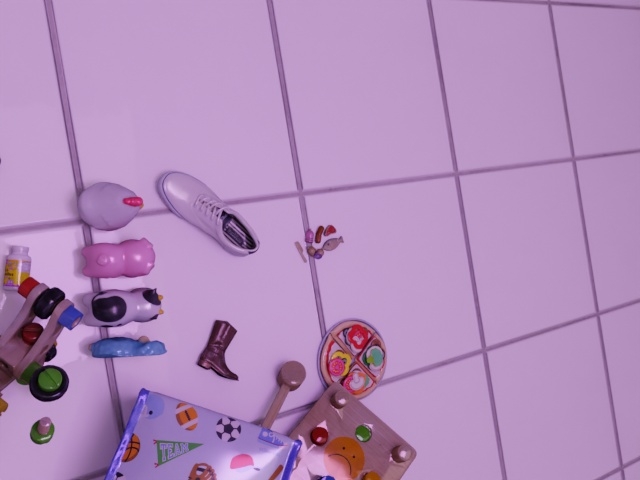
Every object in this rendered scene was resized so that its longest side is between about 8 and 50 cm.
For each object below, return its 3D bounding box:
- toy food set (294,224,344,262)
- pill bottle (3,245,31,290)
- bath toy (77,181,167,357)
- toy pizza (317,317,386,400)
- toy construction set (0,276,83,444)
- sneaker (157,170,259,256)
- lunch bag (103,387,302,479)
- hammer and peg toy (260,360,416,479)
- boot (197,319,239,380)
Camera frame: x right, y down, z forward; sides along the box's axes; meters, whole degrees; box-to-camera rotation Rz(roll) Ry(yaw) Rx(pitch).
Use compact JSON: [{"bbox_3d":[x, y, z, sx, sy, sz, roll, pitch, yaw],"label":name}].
[{"bbox_3d":[0.000,0.000,1.581,0.122,0.019,0.077,-33,103,-28],"label":"toy food set"},{"bbox_3d":[-0.564,0.053,1.229,0.043,0.043,0.083,7,82,-30],"label":"pill bottle"},{"bbox_3d":[-0.380,0.055,1.291,0.151,0.129,0.347,-7,91,-65],"label":"bath toy"},{"bbox_3d":[0.084,0.290,1.600,0.201,0.032,0.201,3,85,-31],"label":"toy pizza"},{"bbox_3d":[-0.571,0.203,1.109,0.309,0.237,0.257,19,51,-14],"label":"toy construction set"},{"bbox_3d":[-0.228,-0.061,1.408,0.258,0.091,0.094,39,68,-22],"label":"sneaker"},{"bbox_3d":[-0.253,0.514,1.224,0.328,0.239,0.385,18,68,-4],"label":"lunch bag"},{"bbox_3d":[0.004,0.459,1.471,0.361,0.127,0.266,39,65,6],"label":"hammer and peg toy"},{"bbox_3d":[-0.202,0.238,1.437,0.106,0.037,0.114,34,66,-26],"label":"boot"}]
